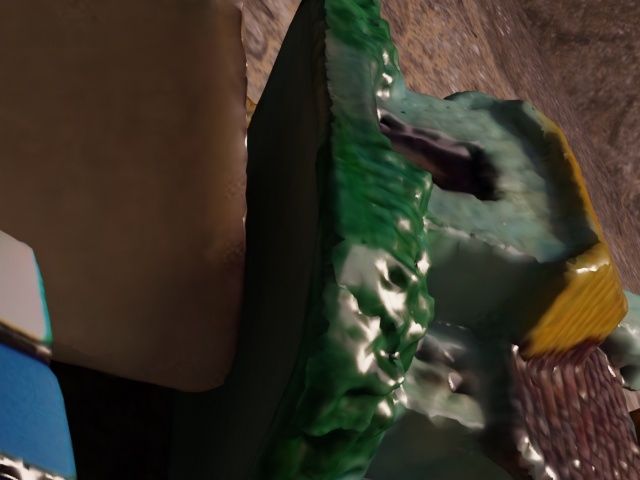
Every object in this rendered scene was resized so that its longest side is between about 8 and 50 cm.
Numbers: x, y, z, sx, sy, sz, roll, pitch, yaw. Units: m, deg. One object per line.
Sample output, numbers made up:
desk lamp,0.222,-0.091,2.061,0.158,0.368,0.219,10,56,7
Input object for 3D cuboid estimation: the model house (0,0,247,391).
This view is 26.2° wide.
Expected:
model house,-0.122,-0.060,0.561,0.229,0.199,0.219,169,-68,-81

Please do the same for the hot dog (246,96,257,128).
hot dog,0.000,0.000,0.894,0.253,0.069,0.131,41,28,-42

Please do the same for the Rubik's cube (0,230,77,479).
Rubik's cube,-0.152,0.068,0.280,0.155,0.154,0.151,38,29,-50

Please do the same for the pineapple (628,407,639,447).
pineapple,0.254,0.292,0.952,0.223,0.223,0.357,8,64,-67

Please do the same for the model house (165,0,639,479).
model house,0.076,0.055,0.639,0.249,0.230,0.280,15,36,-13
